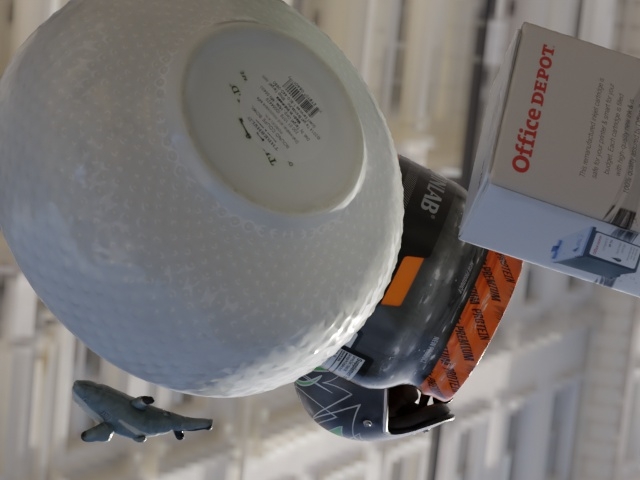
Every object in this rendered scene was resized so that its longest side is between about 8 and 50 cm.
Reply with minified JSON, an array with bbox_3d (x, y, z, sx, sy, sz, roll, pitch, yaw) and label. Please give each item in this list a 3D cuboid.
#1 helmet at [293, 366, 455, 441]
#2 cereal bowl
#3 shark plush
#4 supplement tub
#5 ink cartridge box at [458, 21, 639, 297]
[{"bbox_3d":[0.050,0.125,1.965,0.161,0.169,0.169,0,-168,-31],"label":"helmet"},{"bbox_3d":[-0.072,-0.062,1.471,0.339,0.339,0.141,-1,158,-34],"label":"cereal bowl"},{"bbox_3d":[-0.206,0.200,2.222,0.161,0.067,0.073,21,-134,4],"label":"shark plush"},{"bbox_3d":[0.000,0.000,1.775,0.338,0.207,0.207,27,-171,-4],"label":"supplement tub"},{"bbox_3d":[0.201,-0.046,1.305,0.190,0.140,0.082,17,148,-2],"label":"ink cartridge box"}]
